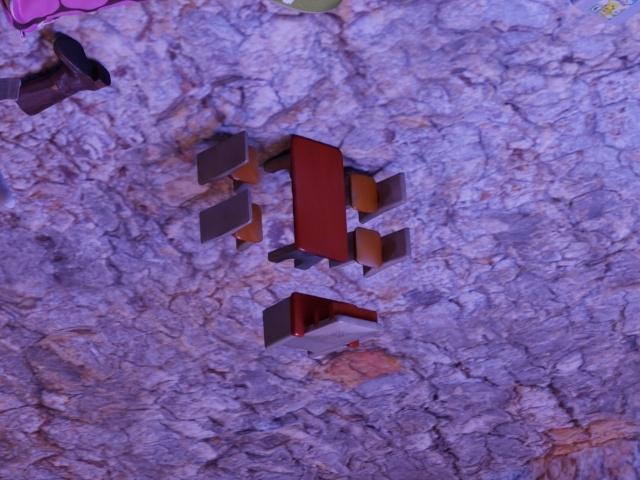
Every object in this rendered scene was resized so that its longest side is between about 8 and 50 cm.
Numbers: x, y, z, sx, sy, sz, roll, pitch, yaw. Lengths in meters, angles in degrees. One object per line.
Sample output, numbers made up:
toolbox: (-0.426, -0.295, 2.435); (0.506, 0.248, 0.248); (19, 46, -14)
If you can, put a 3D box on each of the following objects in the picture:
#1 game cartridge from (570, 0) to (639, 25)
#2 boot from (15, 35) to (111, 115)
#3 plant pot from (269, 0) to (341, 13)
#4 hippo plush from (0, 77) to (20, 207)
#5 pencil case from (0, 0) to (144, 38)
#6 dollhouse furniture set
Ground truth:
game cartridge: (0.329, -0.271, 2.189); (0.083, 0.017, 0.056); (16, 139, -39)
boot: (-0.306, -0.180, 2.152); (0.114, 0.037, 0.106); (-16, 149, 21)
plant pot: (0.010, -0.394, 1.657); (0.275, 0.274, 0.293); (20, 126, -42)
hippo plush: (-0.426, -0.162, 2.028); (0.294, 0.234, 0.236); (4, -177, 7)
pencil case: (-0.219, -0.267, 1.957); (0.209, 0.095, 0.098); (-9, 117, 4)
dollhouse furniture set: (0.000, 0.000, 2.333); (0.262, 0.259, 0.135); (13, 154, -38)
